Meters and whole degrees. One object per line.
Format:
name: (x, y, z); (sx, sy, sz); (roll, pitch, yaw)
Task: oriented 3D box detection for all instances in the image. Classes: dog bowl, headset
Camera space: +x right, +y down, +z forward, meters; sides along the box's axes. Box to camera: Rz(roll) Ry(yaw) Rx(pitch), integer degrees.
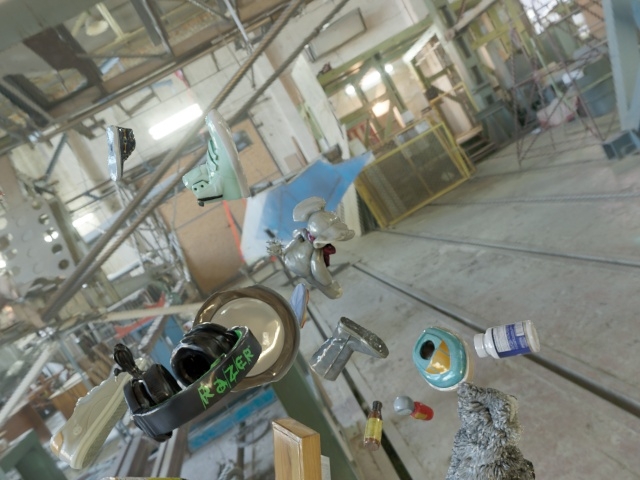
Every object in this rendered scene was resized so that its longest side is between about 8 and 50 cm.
dog bowl: (-0.245, 0.316, 1.611); (0.348, 0.349, 0.102); (-32, -4, -17)
headset: (-0.279, 0.245, 0.937); (0.394, 0.185, 0.243); (-26, 10, 47)

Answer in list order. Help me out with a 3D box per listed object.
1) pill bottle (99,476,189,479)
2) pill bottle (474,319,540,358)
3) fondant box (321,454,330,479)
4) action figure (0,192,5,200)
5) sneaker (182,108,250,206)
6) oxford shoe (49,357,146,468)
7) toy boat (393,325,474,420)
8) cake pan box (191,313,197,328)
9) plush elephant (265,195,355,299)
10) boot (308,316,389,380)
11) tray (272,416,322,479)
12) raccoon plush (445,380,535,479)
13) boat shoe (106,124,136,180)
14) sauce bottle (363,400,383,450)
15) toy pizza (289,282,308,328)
pill bottle: (-0.343, 0.494, 0.892); (0.214, 0.117, 0.117); (21, -29, -35)
pill bottle: (0.548, 0.297, 1.454); (0.169, 0.094, 0.094); (-19, 11, 29)
fondant box: (-0.060, 1.032, 1.889); (0.238, 0.096, 0.330); (-48, 26, 30)
action figure: (-0.553, -0.046, 0.702); (0.280, 0.139, 0.091); (-37, 13, 46)
sneaker: (-0.270, -0.185, 1.183); (0.151, 0.256, 0.094); (-15, 46, -4)
oxford shoe: (-0.675, 0.504, 1.535); (0.449, 0.130, 0.169); (-71, 1, -67)
toy boat: (0.361, 0.441, 1.612); (0.318, 0.148, 0.267); (-64, 25, 0)
cake pan box: (-0.389, 0.421, 1.918); (0.070, 0.245, 0.267); (-54, 25, 35)
plush elephant: (0.000, 0.000, 1.712); (0.255, 0.330, 0.272); (-42, 47, 17)
boot: (0.080, 0.349, 1.465); (0.209, 0.189, 0.076); (-61, -17, 21)
tray: (-0.074, 0.812, 1.599); (0.076, 0.411, 0.202); (-2, -1, -33)
raccoon plush: (0.389, 0.580, 1.223); (0.216, 0.299, 0.446); (2, 38, 37)
boat shoe: (-0.664, -0.292, 1.653); (0.065, 0.184, 0.083); (4, 7, 40)
sauce bottle: (0.135, 0.457, 1.224); (0.042, 0.042, 0.128); (-26, 24, 30)
toy pizza: (-0.078, 0.254, 1.775); (0.032, 0.201, 0.201); (13, -7, -17)
